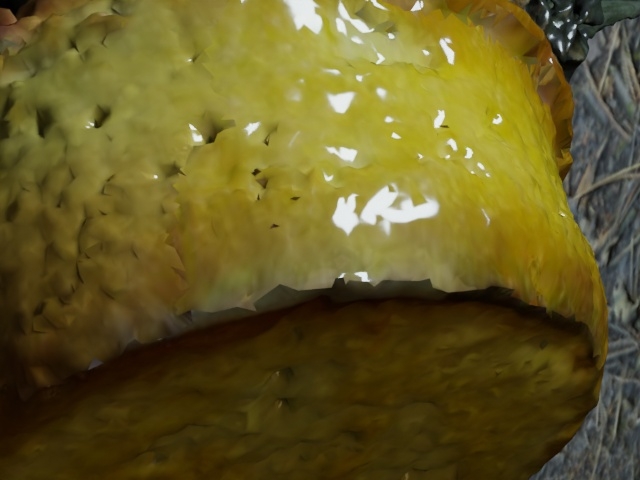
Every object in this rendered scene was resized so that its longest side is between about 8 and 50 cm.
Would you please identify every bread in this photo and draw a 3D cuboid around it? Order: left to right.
[{"bbox_3d":[-0.047,0.034,0.960,0.398,0.215,0.398,-14,146,-10],"label":"bread"}]

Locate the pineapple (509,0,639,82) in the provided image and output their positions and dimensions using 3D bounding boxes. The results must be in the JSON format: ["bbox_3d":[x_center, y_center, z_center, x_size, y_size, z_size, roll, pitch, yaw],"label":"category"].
[{"bbox_3d":[0.110,-0.133,1.243,0.364,0.165,0.165,-28,123,-45],"label":"pineapple"}]
